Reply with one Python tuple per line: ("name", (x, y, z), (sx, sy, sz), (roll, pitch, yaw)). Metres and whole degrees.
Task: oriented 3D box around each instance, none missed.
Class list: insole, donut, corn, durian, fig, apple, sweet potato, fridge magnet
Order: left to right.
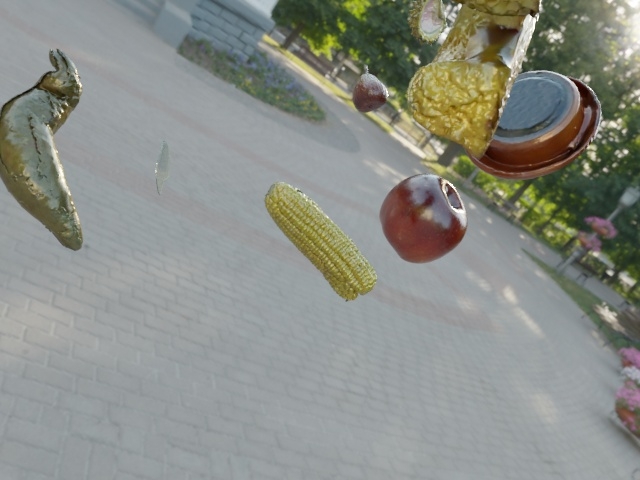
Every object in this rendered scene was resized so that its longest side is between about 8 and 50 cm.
("sweet potato", (-0.416, -0.140, 0.879), (0.124, 0.098, 0.309), (2, 75, -33))
("insole", (-0.302, -0.144, 1.149), (0.003, 0.080, 0.232), (-4, 21, -7))
("corn", (0.000, 0.000, 1.174), (0.291, 0.101, 0.101), (48, 13, -13))
("fig", (0.154, -0.496, 1.938), (0.119, 0.119, 0.152), (-64, 140, -74))
("apple", (0.260, -0.055, 1.506), (0.218, 0.201, 0.218), (44, 27, -28))
("durian", (0.302, -0.681, 1.728), (0.078, 0.140, 0.224), (40, -31, 42))
("donut", (0.291, -0.387, 1.021), (0.164, 0.435, 0.377), (22, 49, 13))
("fridge magnet", (0.566, -0.322, 1.626), (0.155, 0.364, 0.363), (49, 2, -46))
